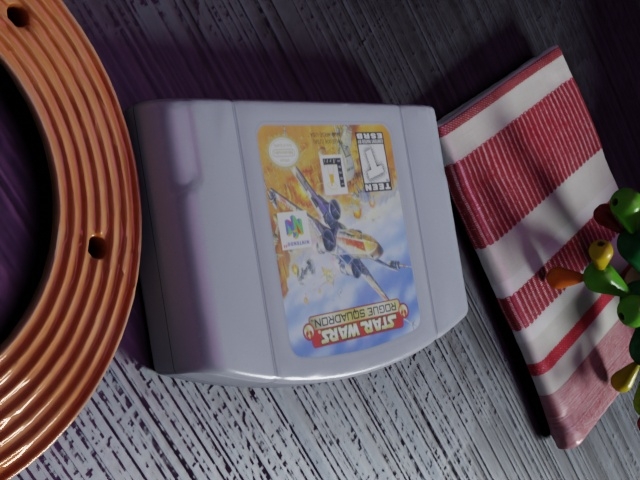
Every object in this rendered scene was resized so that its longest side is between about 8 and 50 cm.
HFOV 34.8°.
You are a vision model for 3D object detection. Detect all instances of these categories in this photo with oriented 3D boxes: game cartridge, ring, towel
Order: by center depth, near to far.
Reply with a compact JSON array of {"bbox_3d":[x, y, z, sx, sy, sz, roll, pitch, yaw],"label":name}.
[{"bbox_3d":[-0.232,-0.026,0.504,0.337,0.032,0.336,11,75,-45],"label":"ring"},{"bbox_3d":[0.000,0.000,0.731,0.297,0.062,0.198,-8,83,-47],"label":"game cartridge"},{"bbox_3d":[0.227,0.000,0.986,0.237,0.037,0.329,-36,107,-42],"label":"towel"}]

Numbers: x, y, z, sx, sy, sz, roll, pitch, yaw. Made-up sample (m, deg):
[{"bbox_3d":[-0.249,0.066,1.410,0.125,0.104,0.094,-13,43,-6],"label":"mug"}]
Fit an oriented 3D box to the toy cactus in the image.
[{"bbox_3d":[0.297,0.058,0.965,0.180,0.112,0.219,-23,96,-62],"label":"toy cactus"}]
